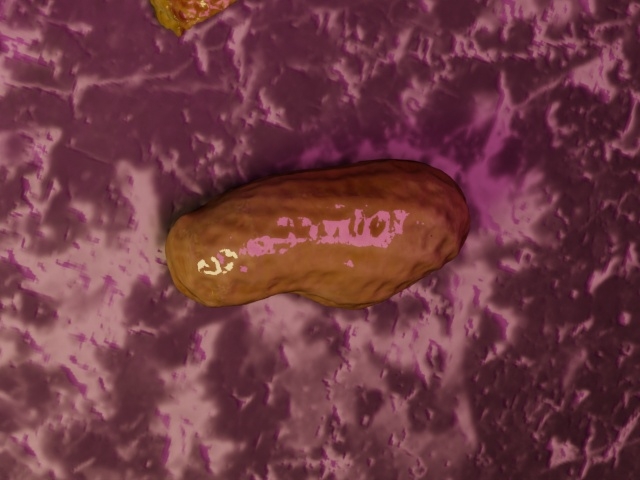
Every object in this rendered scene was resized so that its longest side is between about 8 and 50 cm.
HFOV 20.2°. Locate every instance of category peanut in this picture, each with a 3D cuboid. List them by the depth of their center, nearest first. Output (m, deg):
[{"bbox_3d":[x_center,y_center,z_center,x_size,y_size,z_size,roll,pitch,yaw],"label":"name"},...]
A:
[{"bbox_3d":[0.000,0.000,1.302,0.226,0.095,0.108,-7,105,-12],"label":"peanut"}]

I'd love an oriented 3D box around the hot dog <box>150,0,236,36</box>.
[{"bbox_3d":[-0.060,-0.267,1.239,0.123,0.093,0.262,7,98,-16],"label":"hot dog"}]
